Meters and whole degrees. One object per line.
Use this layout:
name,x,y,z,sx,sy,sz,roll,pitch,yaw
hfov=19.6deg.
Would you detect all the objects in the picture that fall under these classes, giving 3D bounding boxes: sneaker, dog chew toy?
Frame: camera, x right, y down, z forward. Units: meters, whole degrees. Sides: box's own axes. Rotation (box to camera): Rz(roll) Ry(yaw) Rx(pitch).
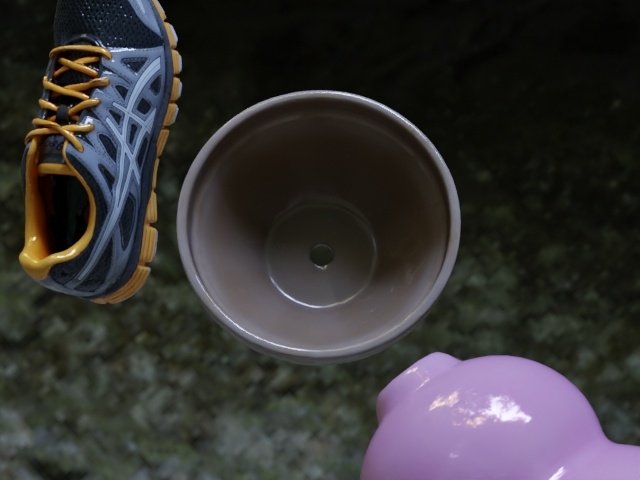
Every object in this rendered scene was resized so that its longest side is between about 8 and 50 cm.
sneaker,-0.140,-0.068,1.124,0.084,0.083,0.215,0,-90,30
dog chew toy,0.144,0.197,0.916,0.332,0.206,0.206,53,-31,12

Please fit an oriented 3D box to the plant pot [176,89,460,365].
plant pot,0.000,0.000,1.586,0.237,0.237,0.110,41,-12,14
